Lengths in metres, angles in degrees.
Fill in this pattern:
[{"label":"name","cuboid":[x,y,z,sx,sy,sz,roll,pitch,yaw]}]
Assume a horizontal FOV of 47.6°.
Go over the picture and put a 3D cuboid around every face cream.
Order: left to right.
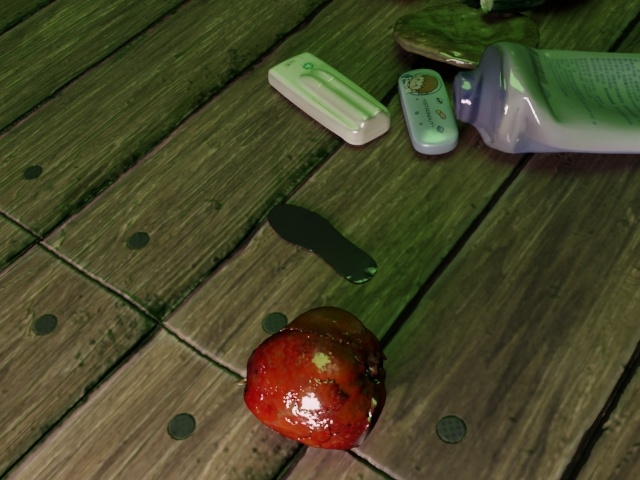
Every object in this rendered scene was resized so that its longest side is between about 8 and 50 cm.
[{"label":"face cream","cuboid":[0.397,-0.207,1.033,0.420,0.137,0.235,0,48,-3]}]

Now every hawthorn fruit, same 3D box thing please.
[{"label":"hawthorn fruit","cuboid":[-0.013,0.147,0.768,0.172,0.148,0.148,-11,47,24]}]

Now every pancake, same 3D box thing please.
[{"label":"pancake","cuboid":[0.238,-0.336,1.195,0.236,0.042,0.222,5,43,7]}]

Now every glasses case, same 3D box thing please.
[{"label":"glasses case","cuboid":[0.160,-0.196,1.089,0.067,0.045,0.178,-8,49,1]}]

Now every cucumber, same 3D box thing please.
[{"label":"cucumber","cuboid":[0.322,-0.402,1.201,0.105,0.048,0.048,-3,49,-1]}]

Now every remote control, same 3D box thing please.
[{"label":"remote control","cuboid":[0.013,-0.229,1.135,0.090,0.049,0.230,-32,52,-21]}]

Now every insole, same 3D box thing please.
[{"label":"insole","cuboid":[0.000,0.000,0.972,0.064,0.004,0.188,-40,56,-23]}]
